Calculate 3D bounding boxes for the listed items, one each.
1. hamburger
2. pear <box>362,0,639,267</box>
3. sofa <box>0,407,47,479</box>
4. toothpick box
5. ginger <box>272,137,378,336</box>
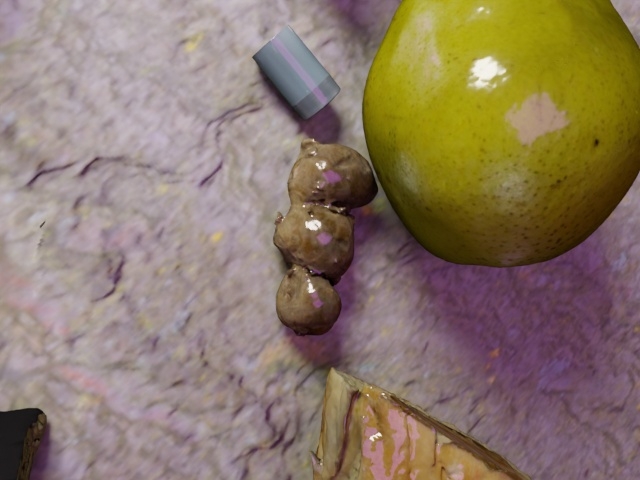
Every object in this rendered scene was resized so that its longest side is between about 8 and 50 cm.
[{"bbox_3d":[0.093,0.291,0.624,0.330,0.162,0.209,36,84,-22],"label":"hamburger"},{"bbox_3d":[0.176,-0.110,0.568,0.294,0.294,0.294,-2,95,-21],"label":"pear"},{"bbox_3d":[-0.337,0.263,0.447,0.258,0.200,0.182,0,105,-22],"label":"sofa"},{"bbox_3d":[-0.024,-0.171,0.598,0.052,0.052,0.083,-45,107,-12],"label":"toothpick box"},{"bbox_3d":[0.000,0.000,0.607,0.104,0.080,0.204,16,86,-27],"label":"ginger"}]
